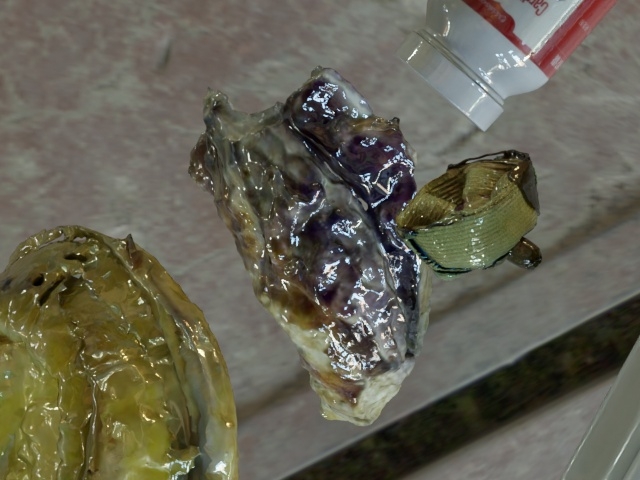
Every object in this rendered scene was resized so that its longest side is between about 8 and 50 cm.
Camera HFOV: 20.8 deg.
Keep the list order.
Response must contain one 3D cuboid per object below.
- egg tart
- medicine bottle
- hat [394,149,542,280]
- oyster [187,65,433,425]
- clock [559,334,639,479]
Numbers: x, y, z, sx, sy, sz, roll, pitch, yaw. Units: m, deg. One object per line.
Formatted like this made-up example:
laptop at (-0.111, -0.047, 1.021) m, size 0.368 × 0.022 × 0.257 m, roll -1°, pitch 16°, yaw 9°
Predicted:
egg tart at (-0.162, 0.124, 1.082) m, size 0.279 × 0.095 × 0.279 m, roll -2°, pitch 87°, yaw 42°
medicine bottle at (0.183, -0.221, 1.498) m, size 0.131 × 0.131 × 0.250 m, roll 42°, pitch 95°, yaw 12°
hat at (0.090, -0.009, 1.000) m, size 0.077 × 0.076 × 0.059 m, roll -7°, pitch 117°, yaw 42°
oyster at (-0.008, 0.005, 1.272) m, size 0.100 × 0.275 × 0.271 m, roll -34°, pitch 87°, yaw -26°
clock at (0.219, 0.087, 0.937) m, size 0.116 × 0.262 × 0.231 m, roll 36°, pitch 107°, yaw 17°
